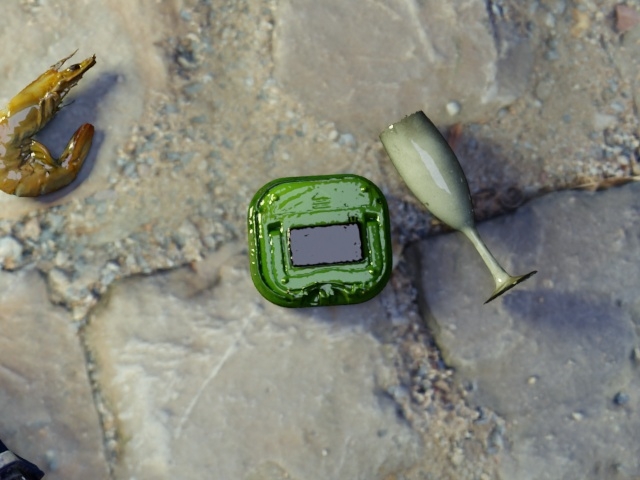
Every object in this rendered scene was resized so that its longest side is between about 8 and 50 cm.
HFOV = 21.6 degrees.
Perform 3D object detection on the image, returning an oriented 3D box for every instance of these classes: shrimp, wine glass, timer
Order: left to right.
[{"bbox_3d":[-0.260,-0.110,1.634,0.095,0.045,0.162,42,79,4],"label":"shrimp"},{"bbox_3d":[0.000,0.000,1.625,0.140,0.047,0.128,-4,81,-3],"label":"timer"},{"bbox_3d":[0.131,-0.036,1.630,0.066,0.066,0.198,-31,82,-7],"label":"wine glass"}]

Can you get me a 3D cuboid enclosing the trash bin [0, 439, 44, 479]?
[{"bbox_3d":[-0.384,0.191,1.526,0.184,0.162,0.234,-35,78,-8],"label":"trash bin"}]
